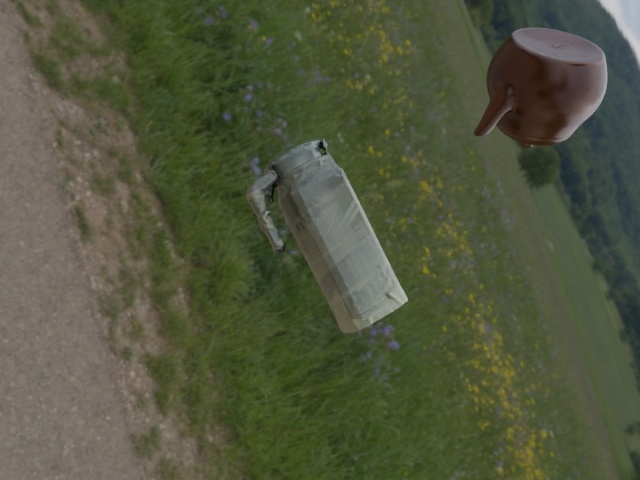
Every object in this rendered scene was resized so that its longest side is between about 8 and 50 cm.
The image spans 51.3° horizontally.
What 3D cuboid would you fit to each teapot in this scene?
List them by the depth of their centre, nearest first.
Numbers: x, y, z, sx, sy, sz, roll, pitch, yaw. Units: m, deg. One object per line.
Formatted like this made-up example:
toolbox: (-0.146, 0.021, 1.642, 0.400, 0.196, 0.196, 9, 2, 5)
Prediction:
teapot: (0.217, -0.140, 0.649, 0.173, 0.116, 0.116, -19, 87, -30)
teapot: (0.000, 0.000, 0.709, 0.200, 0.107, 0.077, 64, -17, 1)
